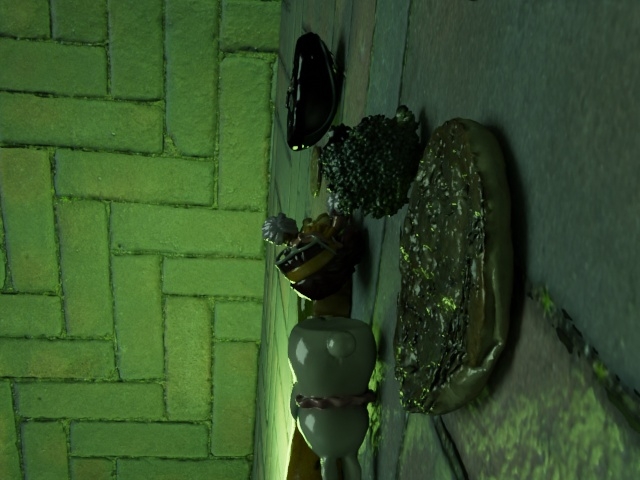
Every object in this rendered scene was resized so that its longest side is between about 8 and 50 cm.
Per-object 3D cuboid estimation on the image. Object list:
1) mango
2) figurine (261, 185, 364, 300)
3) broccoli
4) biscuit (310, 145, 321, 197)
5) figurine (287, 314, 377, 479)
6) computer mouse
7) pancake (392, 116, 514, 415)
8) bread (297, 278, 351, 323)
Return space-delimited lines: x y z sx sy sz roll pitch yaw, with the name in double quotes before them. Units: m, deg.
"mango" -0.002 0.367 1.205 0.157 0.109 0.262 87 -174 -52
"figurine" 0.000 0.001 1.190 0.115 0.175 0.240 53 -158 -25
"broccoli" 0.067 -0.080 0.894 0.204 0.118 0.122 38 -139 -80
"biscuit" -0.012 -0.157 1.718 0.120 0.015 0.120 -178 90 -82
"figurine" 0.013 0.231 1.060 0.155 0.127 0.235 9 101 64
"computer mouse" -0.013 -0.287 1.483 0.137 0.096 0.233 -114 31 -62
"pancake" 0.109 0.027 0.682 0.282 0.049 0.282 -177 90 -82
"bread" 0.004 0.092 1.353 0.236 0.070 0.236 -177 90 -81
